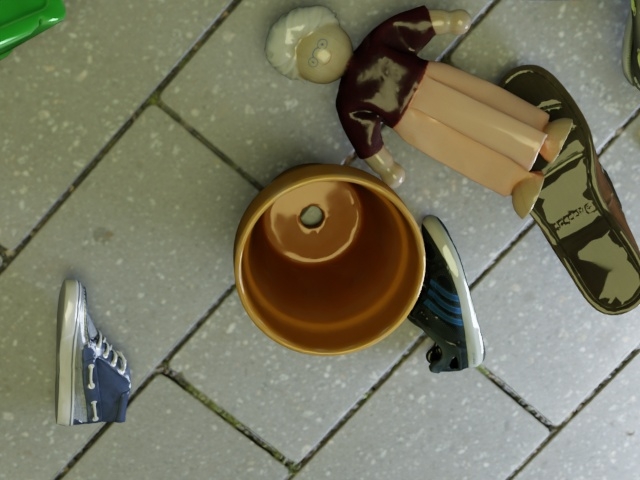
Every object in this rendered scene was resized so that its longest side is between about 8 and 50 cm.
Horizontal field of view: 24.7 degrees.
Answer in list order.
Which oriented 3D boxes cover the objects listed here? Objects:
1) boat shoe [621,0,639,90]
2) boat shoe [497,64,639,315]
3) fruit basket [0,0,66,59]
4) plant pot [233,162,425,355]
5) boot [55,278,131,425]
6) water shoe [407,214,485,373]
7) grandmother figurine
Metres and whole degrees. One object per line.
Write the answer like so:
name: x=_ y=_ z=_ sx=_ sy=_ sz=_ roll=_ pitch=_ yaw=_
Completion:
boat shoe: x=0.383 y=-0.289 z=1.577 sx=0.109 sy=0.091 sz=0.305 roll=-7 pitch=118 yaw=-6
boat shoe: x=0.284 y=-0.056 z=1.700 sx=0.111 sy=0.104 sz=0.307 roll=-22 pitch=90 yaw=11
fruit basket: x=-0.485 y=-0.311 z=1.472 sx=0.392 sy=0.283 sz=0.392 roll=21 pitch=127 yaw=30
plant pot: x=0.000 y=0.000 z=1.636 sx=0.205 sy=0.188 sz=0.205 roll=-2 pitch=109 yaw=-7
boot: x=-0.266 y=0.131 z=1.720 sx=0.086 sy=0.069 sz=0.190 roll=0 pitch=117 yaw=-14
water shoe: x=0.138 y=0.070 z=1.740 sx=0.080 sy=0.073 sz=0.203 roll=-17 pitch=110 yaw=2
grandmother figurine: x=0.101 y=-0.164 z=1.608 sx=0.342 sy=0.104 sz=0.208 roll=25 pitch=87 yaw=-1
